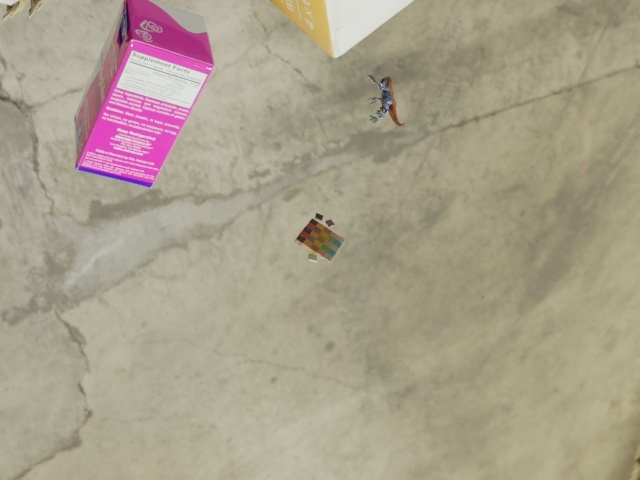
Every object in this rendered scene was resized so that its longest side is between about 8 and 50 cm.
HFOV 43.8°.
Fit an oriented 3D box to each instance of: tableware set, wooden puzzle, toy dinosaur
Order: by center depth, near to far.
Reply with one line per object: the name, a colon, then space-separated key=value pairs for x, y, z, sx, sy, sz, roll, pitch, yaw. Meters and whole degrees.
wooden puzzle: x=0.000 y=0.000 z=0.954 sx=0.083 sy=0.049 sz=0.006 roll=-53 pitch=175 yaw=-49
tableware set: x=-0.429 y=-0.403 z=1.176 sx=0.020 sy=0.141 sz=0.168 roll=14 pitch=75 yaw=-42
toy dinosaur: x=0.103 y=-0.219 z=1.239 sx=0.082 sy=0.090 sz=0.047 roll=-59 pitch=180 yaw=-27

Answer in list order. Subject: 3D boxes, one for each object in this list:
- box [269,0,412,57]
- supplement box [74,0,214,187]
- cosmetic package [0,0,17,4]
box: x=-0.052 y=-0.305 z=0.423 sx=0.168 sy=0.345 sz=0.215 roll=-40 pitch=158 yaw=-9
supplement box: x=-0.235 y=-0.191 z=1.037 sx=0.114 sy=0.111 sz=0.220 roll=13 pitch=132 yaw=-30
cosmetic package: x=-0.473 y=-0.404 z=1.012 sx=0.225 sy=0.224 sz=0.138 roll=4 pitch=94 yaw=-34
